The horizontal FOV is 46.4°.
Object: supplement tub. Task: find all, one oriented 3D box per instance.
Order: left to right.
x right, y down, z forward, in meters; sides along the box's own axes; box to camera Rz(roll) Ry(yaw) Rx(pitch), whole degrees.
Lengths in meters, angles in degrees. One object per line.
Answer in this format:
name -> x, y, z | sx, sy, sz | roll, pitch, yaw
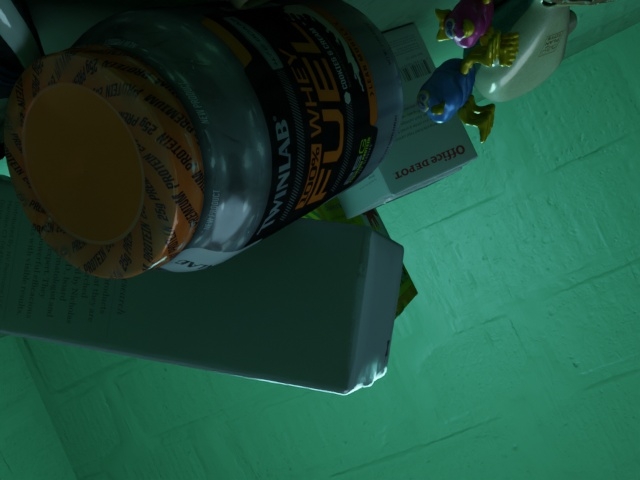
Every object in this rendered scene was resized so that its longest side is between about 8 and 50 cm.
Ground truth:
supplement tub -> -0.076, -0.094, 0.605 | 0.194, 0.193, 0.316 | -26, -175, 36

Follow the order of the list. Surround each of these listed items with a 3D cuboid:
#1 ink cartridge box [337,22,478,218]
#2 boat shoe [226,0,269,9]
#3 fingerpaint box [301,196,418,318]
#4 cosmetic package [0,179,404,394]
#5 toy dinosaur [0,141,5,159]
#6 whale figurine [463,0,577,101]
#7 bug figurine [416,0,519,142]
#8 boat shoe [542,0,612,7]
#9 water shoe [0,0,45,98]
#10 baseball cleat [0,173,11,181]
ink cartridge box -> 0.094, -0.179, 1.167 | 0.171, 0.232, 0.168 | -23, 178, -24
boat shoe -> 0.006, -0.236, 0.614 | 0.285, 0.089, 0.104 | -24, 178, -44
fingerpaint box -> 0.000, 0.000, 1.364 | 0.163, 0.371, 0.445 | -27, 179, 16
cosmetic package -> -0.153, 0.044, 0.825 | 0.453, 0.161, 0.230 | 8, 177, 14
toy dinosaur -> -0.292, -0.113, 0.802 | 0.268, 0.064, 0.118 | -22, -173, 39
whale figurine -> 0.334, -0.362, 1.248 | 0.216, 0.141, 0.272 | -24, 154, -23
bug figurine -> 0.125, -0.235, 0.626 | 0.072, 0.279, 0.216 | 9, -151, 21
boat shoe -> 0.333, -0.367, 0.980 | 0.120, 0.122, 0.324 | -19, 174, 41
water shoe -> -0.240, -0.137, 0.525 | 0.080, 0.073, 0.203 | -20, 176, -14
baseball cleat -> -0.433, -0.041, 0.835 | 0.109, 0.072, 0.206 | -11, 175, 20
